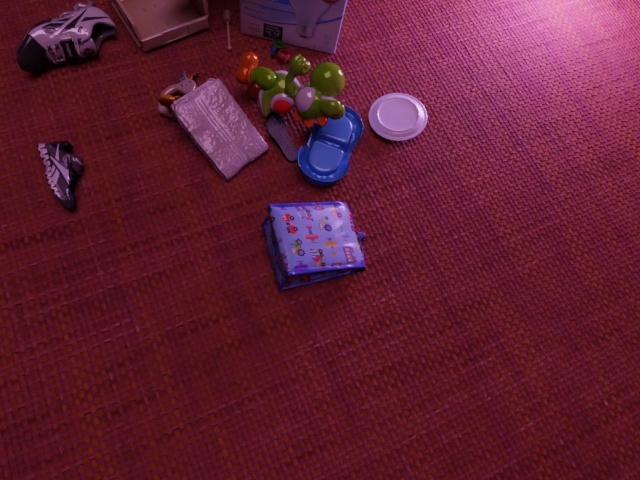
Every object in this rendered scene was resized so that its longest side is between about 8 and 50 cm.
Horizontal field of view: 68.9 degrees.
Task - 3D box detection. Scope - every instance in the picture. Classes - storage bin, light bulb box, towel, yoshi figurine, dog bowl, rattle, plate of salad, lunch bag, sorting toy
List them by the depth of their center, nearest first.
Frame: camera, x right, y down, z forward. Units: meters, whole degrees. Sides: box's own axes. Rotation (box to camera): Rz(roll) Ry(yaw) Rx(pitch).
[{"bbox_3d":[0.000,0.000,1.377,0.294,0.138,0.220,-9,68,-21],"label":"lunch bag"},{"bbox_3d":[-0.309,-0.350,1.450,0.187,0.049,0.282,-42,101,-19],"label":"towel"},{"bbox_3d":[-0.069,-0.499,1.467,0.363,0.202,0.203,25,44,20],"label":"yoshi figurine"},{"bbox_3d":[-0.457,-0.496,1.485,0.130,0.142,0.199,17,75,24],"label":"rattle"},{"bbox_3d":[0.030,-0.303,1.512,0.166,0.074,0.297,20,69,0],"label":"dog bowl"},{"bbox_3d":[-0.076,-0.867,1.552,0.359,0.361,0.225,11,69,-3],"label":"light bulb box"},{"bbox_3d":[-0.557,-0.815,1.594,0.263,0.123,0.260,-30,76,-17],"label":"storage bin"},{"bbox_3d":[0.265,-0.421,1.602,0.200,0.048,0.199,-1,67,3],"label":"plate of salad"},{"bbox_3d":[-0.146,-0.661,1.643,0.061,0.042,0.101,-9,58,-27],"label":"sorting toy"}]

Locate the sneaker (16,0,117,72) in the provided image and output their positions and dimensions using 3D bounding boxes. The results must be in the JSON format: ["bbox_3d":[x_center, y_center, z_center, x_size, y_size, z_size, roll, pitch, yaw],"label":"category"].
[{"bbox_3d":[-0.803,-0.636,1.494,0.146,0.122,0.330,37,70,9],"label":"sneaker"}]

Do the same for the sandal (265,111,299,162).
[{"bbox_3d":[-0.127,-0.333,1.525,0.067,0.040,0.179,-28,90,-11],"label":"sandal"}]

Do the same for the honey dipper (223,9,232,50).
[{"bbox_3d":[-0.327,-0.740,1.649,0.031,0.030,0.160,-3,73,-9],"label":"honey dipper"}]

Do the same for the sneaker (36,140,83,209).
[{"bbox_3d":[-0.743,-0.202,1.365,0.106,0.078,0.234,-23,73,-13],"label":"sneaker"}]
